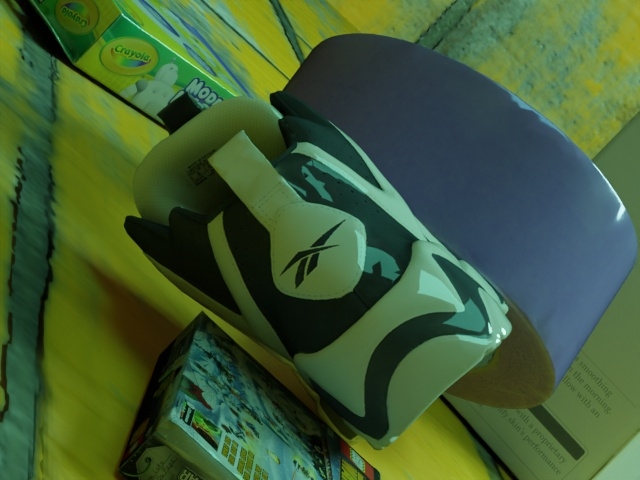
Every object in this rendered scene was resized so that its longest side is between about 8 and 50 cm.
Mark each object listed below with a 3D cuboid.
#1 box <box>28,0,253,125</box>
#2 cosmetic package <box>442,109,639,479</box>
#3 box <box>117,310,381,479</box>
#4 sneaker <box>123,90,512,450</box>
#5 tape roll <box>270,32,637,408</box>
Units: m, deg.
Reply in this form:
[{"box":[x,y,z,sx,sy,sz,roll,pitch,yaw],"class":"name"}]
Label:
[{"box":[-0.110,-0.115,1.103,0.179,0.043,0.105,30,17,-53],"class":"box"},{"box":[0.201,0.044,1.178,0.138,0.225,0.224,48,9,21],"class":"cosmetic package"},{"box":[-0.020,0.079,0.673,0.094,0.027,0.137,43,9,-7],"class":"box"},{"box":[-0.006,0.003,0.798,0.153,0.094,0.235,49,4,1],"class":"sneaker"},{"box":[0.050,-0.007,0.942,0.189,0.080,0.189,30,-20,12],"class":"tape roll"}]
